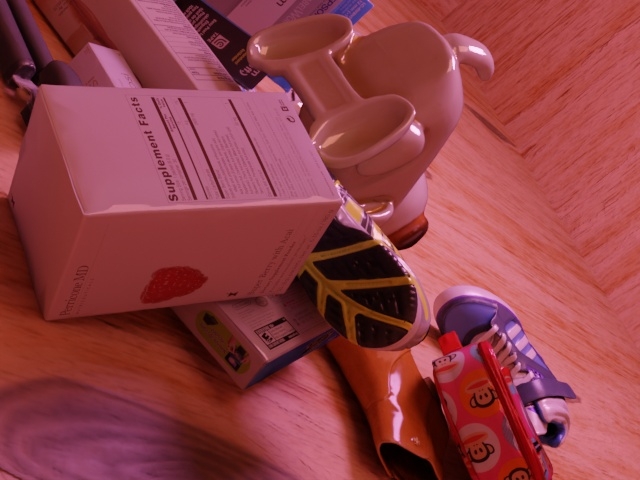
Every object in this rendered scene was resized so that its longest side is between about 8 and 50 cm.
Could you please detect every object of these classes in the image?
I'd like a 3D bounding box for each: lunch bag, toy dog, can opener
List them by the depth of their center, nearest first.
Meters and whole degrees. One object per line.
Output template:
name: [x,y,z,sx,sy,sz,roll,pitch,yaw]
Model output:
can opener: [-0.358,-0.227,1.197,0.074,0.093,0.280,13,38,-55]
lunch bag: [0.243,0.256,1.403,0.293,0.120,0.258,44,23,-74]
toy dog: [0.072,-0.155,1.526,0.284,0.395,0.408,49,-21,26]

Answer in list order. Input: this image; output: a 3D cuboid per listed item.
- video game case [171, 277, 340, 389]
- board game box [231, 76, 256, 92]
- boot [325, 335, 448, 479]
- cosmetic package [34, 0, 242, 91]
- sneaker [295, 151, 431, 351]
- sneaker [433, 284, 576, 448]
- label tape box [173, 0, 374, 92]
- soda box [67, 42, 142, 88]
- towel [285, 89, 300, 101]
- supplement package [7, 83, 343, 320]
video game case: [-0.090,0.045,1.213,0.244,0.061,0.269,47,29,14]
board game box: [-0.172,-0.308,1.747,0.103,0.026,0.154,17,39,-53]
boot: [0.084,0.207,1.318,0.295,0.104,0.211,47,22,-18]
cosmetic package: [-0.267,-0.286,1.399,0.296,0.129,0.153,53,20,8]
sneaker: [0.000,0.000,1.217,0.385,0.145,0.147,56,7,28]
sneaker: [0.341,0.243,1.710,0.323,0.130,0.236,44,18,-29]
label tape box: [-0.091,-0.406,1.684,0.347,0.249,0.115,32,28,-36]
soda box: [-0.264,-0.158,1.272,0.216,0.074,0.069,57,23,16]
towel: [0.024,-0.174,1.881,0.282,0.049,0.187,40,25,-24]
supplement package: [-0.161,-0.044,1.026,0.292,0.177,0.175,-5,54,-34]
